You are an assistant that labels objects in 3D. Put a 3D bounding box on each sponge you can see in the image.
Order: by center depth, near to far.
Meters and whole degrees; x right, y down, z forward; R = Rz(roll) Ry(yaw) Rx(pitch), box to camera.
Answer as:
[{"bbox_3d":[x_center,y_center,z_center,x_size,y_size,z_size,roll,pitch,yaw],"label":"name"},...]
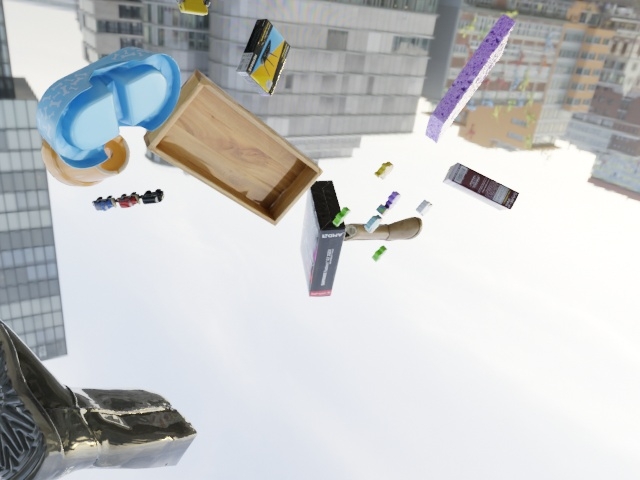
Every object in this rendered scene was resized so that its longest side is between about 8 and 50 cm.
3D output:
[{"bbox_3d":[0.255,-0.273,0.897,0.031,0.210,0.117,36,179,10],"label":"sponge"}]

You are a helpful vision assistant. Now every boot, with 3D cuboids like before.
[{"bbox_3d":[-0.488,0.320,1.074,0.367,0.146,0.445,48,-174,24],"label":"boot"},{"bbox_3d":[0.235,-0.038,2.056,0.270,0.089,0.236,1,164,-38],"label":"boot"}]

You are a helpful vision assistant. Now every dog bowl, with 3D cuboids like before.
[{"bbox_3d":[-0.393,-0.259,0.978,0.074,0.166,0.297,32,-127,15],"label":"dog bowl"}]

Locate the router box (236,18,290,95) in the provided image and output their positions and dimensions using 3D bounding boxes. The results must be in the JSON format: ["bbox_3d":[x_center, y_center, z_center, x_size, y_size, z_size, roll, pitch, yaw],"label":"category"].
[{"bbox_3d":[-0.168,-0.545,1.557,0.046,0.178,0.133,13,168,34],"label":"router box"}]

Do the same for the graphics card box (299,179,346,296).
[{"bbox_3d":[0.000,0.000,1.805,0.094,0.371,0.232,-2,-129,-12],"label":"graphics card box"}]

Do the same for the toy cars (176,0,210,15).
[{"bbox_3d":[-0.479,-0.846,1.559,0.087,0.393,0.176,-9,-138,51],"label":"toy cars"}]

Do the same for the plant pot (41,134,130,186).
[{"bbox_3d":[-0.666,-0.256,1.520,0.188,0.205,0.205,7,-159,35],"label":"plant pot"}]

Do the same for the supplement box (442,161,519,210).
[{"bbox_3d":[0.563,-0.188,1.838,0.239,0.073,0.130,27,-177,2],"label":"supplement box"}]

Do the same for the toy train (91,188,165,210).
[{"bbox_3d":[-0.412,-0.084,1.111,0.158,0.027,0.036,-7,-139,3],"label":"toy train"}]

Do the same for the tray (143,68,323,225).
[{"bbox_3d":[-0.202,-0.212,1.293,0.411,0.203,0.076,32,-165,-42],"label":"tray"}]

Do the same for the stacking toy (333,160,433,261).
[{"bbox_3d":[0.162,-0.074,1.361,0.167,0.221,0.052,46,-166,21],"label":"stacking toy"}]
